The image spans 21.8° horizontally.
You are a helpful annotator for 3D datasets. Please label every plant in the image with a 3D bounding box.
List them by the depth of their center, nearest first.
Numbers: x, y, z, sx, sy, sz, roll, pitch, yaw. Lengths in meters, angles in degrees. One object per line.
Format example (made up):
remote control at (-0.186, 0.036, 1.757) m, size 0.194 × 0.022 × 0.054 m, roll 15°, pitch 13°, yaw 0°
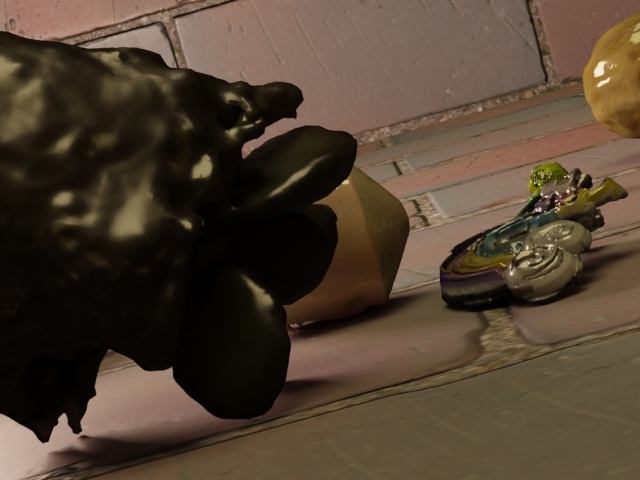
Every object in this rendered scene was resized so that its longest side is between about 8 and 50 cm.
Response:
plant at (-0.129, 0.000, 0.919) m, size 0.276 × 0.199 × 0.188 m, roll 16°, pitch -37°, yaw -5°

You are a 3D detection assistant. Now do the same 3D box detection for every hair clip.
hair clip at (0.132, 0.007, 1.043) m, size 0.116 × 0.049 × 0.172 m, roll -28°, pitch 6°, yaw 37°

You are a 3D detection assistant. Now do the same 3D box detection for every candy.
candy at (0.172, -0.030, 1.352) m, size 0.035 × 0.035 × 0.123 m, roll 8°, pitch 27°, yaw 25°

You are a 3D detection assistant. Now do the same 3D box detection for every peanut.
peanut at (0.404, -0.176, 1.573) m, size 0.319 × 0.147 × 0.147 m, roll -13°, pitch 6°, yaw 3°

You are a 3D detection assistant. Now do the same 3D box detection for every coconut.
coconut at (0.000, 0.000, 1.115) m, size 0.122 × 0.116 × 0.116 m, roll -14°, pitch 6°, yaw -3°
